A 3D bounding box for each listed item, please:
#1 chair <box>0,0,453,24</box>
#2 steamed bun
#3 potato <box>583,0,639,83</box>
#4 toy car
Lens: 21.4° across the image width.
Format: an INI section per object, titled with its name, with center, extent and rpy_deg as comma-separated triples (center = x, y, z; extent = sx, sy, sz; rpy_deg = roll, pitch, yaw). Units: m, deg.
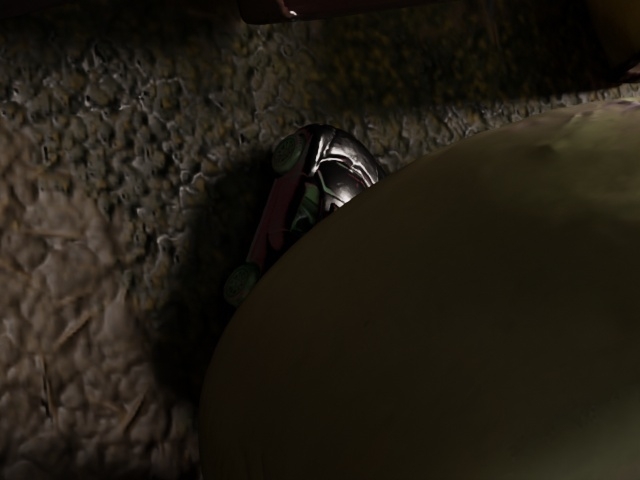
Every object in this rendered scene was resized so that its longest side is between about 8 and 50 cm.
[chair]
center = -0.066, -0.197, 0.873
extent = 0.326, 0.183, 0.175
rpy_deg = -9, 80, 5
[steamed bun]
center = 0.186, 0.088, 0.735
extent = 0.456, 0.371, 0.290
rpy_deg = -6, 116, -10
[potato]
center = 0.237, -0.247, 1.083
extent = 0.229, 0.229, 0.266
rpy_deg = -13, 81, -41
[toy car]
center = 0.000, 0.000, 0.903
extent = 0.069, 0.055, 0.142
rpy_deg = 35, 58, -30
